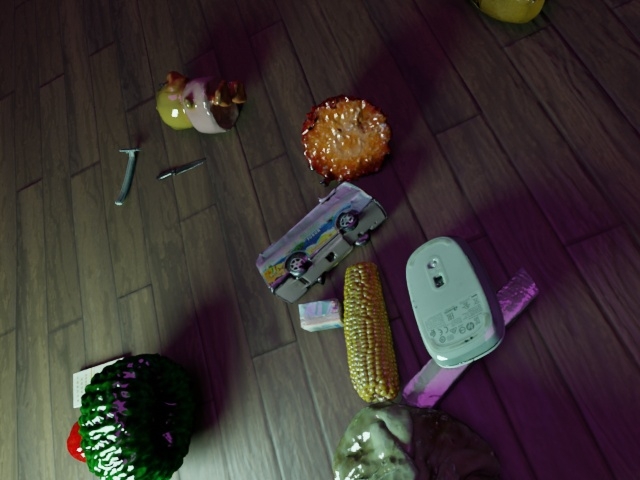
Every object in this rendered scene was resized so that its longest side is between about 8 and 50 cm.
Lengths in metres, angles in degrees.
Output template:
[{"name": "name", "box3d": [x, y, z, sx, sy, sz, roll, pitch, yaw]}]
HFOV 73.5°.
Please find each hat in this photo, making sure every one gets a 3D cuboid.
[{"name": "hat", "box3d": [-0.462, 0.414, 0.967, 0.333, 0.242, 0.274, -21, 53, 26]}]

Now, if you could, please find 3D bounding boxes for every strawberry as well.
[{"name": "strawberry", "box3d": [0.058, -0.268, 1.066, 0.234, 0.233, 0.178, -20, 38, 12]}]

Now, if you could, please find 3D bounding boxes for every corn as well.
[{"name": "corn", "box3d": [0.099, 0.197, 0.905, 0.102, 0.101, 0.310, -15, 67, 14]}]

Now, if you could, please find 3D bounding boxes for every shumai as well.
[{"name": "shumai", "box3d": [0.145, 0.436, 0.696, 0.309, 0.263, 0.304, -40, 77, 11]}]

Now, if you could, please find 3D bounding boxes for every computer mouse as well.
[{"name": "computer mouse", "box3d": [0.263, 0.113, 0.849, 0.160, 0.097, 0.288, -34, 42, 24]}]

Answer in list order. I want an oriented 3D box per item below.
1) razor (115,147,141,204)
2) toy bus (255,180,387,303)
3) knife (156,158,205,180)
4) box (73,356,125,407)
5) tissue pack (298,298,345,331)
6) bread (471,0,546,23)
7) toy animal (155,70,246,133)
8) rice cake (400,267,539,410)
[{"name": "razor", "box3d": [-0.598, -0.197, 1.325, 0.068, 0.037, 0.191, -1, 74, 15]}, {"name": "toy bus", "box3d": [0.000, 0.000, 1.010, 0.317, 0.112, 0.138, -42, 53, 1]}, {"name": "knife", "box3d": [-0.418, -0.212, 1.281, 0.170, 0.010, 0.023, -19, 66, 11]}, {"name": "box", "box3d": [-0.575, 0.373, 1.124, 0.167, 0.024, 0.089, -19, 67, 12]}, {"name": "tissue pack", "box3d": [0.008, 0.168, 0.962, 0.095, 0.074, 0.058, -12, 65, 13]}, {"name": "bread", "box3d": [0.445, -0.644, 1.026, 0.143, 0.195, 0.269, -39, 66, -8]}, {"name": "toy animal", "box3d": [-0.364, -0.400, 1.253, 0.282, 0.195, 0.168, 13, 116, 19]}, {"name": "rice cake", "box3d": [0.297, 0.207, 0.854, 0.365, 0.056, 0.073, -48, 57, -1]}]
